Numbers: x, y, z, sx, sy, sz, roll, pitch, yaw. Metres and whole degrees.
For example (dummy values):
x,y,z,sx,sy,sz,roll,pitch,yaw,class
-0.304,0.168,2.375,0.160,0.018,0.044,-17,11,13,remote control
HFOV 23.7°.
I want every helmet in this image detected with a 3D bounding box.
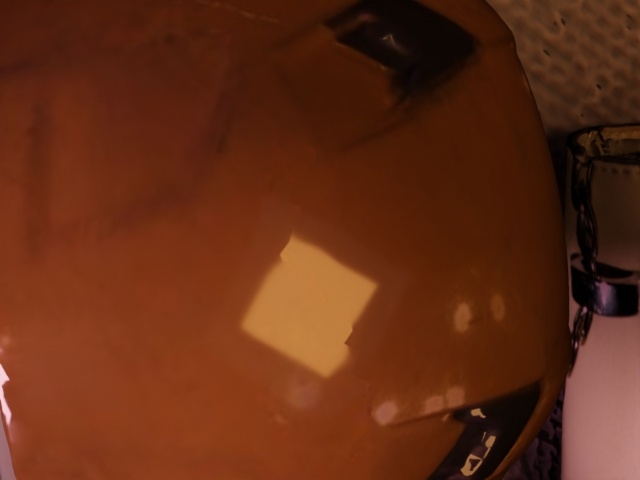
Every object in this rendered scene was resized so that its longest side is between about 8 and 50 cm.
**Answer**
x,y,z,sx,sy,sz,roll,pitch,yaw,class
0.000,0.000,0.401,0.224,0.130,0.198,-26,109,-64,helmet

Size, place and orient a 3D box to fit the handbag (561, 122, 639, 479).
x,y,z,sx,sy,sz,roll,pitch,yaw,class
0.203,0.130,0.601,0.237,0.160,0.358,-5,103,-24,handbag
